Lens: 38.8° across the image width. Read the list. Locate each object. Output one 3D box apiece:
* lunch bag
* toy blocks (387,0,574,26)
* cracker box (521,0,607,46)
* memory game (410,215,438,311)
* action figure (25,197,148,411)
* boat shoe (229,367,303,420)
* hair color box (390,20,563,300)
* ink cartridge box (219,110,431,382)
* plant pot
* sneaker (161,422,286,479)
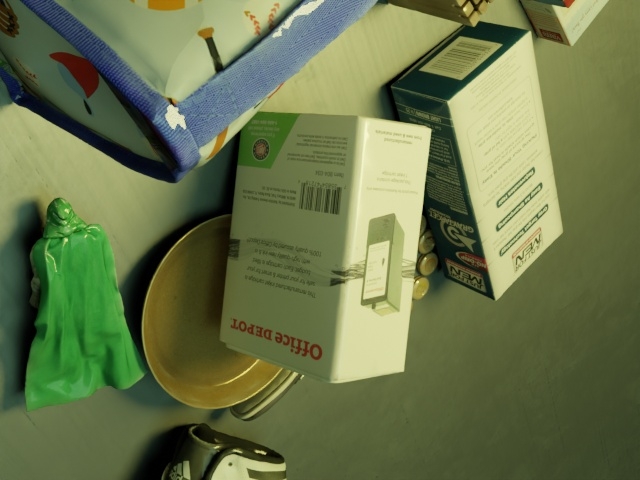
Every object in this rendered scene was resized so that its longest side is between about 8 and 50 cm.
[{"bbox_3d":[-0.101,-0.233,0.711,0.328,0.385,0.239,-44,133,-14],"label":"lunch bag"},{"bbox_3d":[0.117,-0.350,0.929,0.191,0.261,0.381,-54,135,-6],"label":"toy blocks"},{"bbox_3d":[0.323,-0.399,1.221,0.155,0.067,0.232,-51,134,-8],"label":"cracker box"},{"bbox_3d":[0.100,0.045,1.290,0.186,0.012,0.186,-19,122,-33],"label":"memory game"},{"bbox_3d":[-0.257,0.061,0.950,0.137,0.063,0.232,-18,126,-32],"label":"action figure"},{"bbox_3d":[-0.033,0.164,1.191,0.206,0.075,0.065,-48,131,-18],"label":"boat shoe"},{"bbox_3d":[0.225,-0.104,1.252,0.174,0.105,0.347,-41,132,-24],"label":"hair color box"},{"bbox_3d":[0.000,0.000,1.009,0.115,0.198,0.273,1,97,-43],"label":"ink cartridge box"},{"bbox_3d":[-0.115,0.083,1.083,0.236,0.032,0.236,-10,106,-39],"label":"plant pot"},{"bbox_3d":[-0.216,0.361,1.099,0.447,0.169,0.257,-14,111,-45],"label":"sneaker"}]
